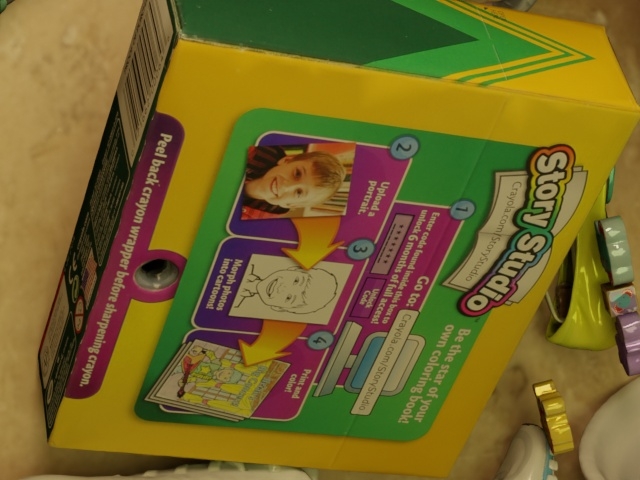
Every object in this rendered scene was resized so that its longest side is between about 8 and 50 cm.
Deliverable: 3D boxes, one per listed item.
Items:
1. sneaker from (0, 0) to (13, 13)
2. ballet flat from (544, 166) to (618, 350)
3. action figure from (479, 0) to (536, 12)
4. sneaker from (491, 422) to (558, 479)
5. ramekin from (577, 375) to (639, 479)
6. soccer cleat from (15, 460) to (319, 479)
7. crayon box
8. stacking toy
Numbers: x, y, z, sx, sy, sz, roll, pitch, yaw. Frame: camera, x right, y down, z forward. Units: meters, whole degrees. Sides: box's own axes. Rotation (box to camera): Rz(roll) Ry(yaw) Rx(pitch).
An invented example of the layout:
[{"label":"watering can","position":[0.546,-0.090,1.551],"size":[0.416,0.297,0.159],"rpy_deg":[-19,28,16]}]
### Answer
[{"label":"sneaker","position":[-0.218,-0.192,1.184],"size":[0.098,0.083,0.224],"rpy_deg":[24,85,-24]},{"label":"ballet flat","position":[0.200,-0.023,1.347],"size":[0.077,0.077,0.231],"rpy_deg":[-6,98,-2]},{"label":"action figure","position":[0.109,-0.302,1.156],"size":[0.248,0.370,0.276],"rpy_deg":[44,105,4]},{"label":"sneaker","position":[0.125,0.226,1.332],"size":[0.083,0.071,0.191],"rpy_deg":[25,72,-7]},{"label":"ramekin","position":[0.351,0.191,1.313],"size":[0.277,0.277,0.135],"rpy_deg":[-25,109,-16]},{"label":"soccer cleat","position":[-0.080,0.208,1.257],"size":[0.331,0.116,0.143],"rpy_deg":[23,71,-21]},{"label":"crayon box","position":[0.000,0.000,1.161],"size":[0.313,0.106,0.363],"rpy_deg":[7,130,-20]},{"label":"stacking toy","position":[0.231,0.042,1.302],"size":[0.167,0.052,0.221],"rpy_deg":[-15,105,0]}]
